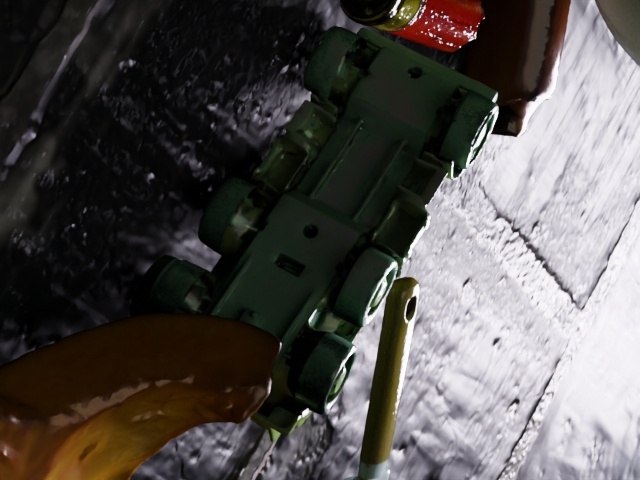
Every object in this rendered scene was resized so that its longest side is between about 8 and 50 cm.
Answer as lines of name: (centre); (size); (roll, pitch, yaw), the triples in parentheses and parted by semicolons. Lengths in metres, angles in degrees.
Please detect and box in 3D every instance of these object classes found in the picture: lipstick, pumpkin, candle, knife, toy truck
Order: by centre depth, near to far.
pumpkin: (-0.181, 0.154, 0.804); (0.290, 0.095, 0.258); (-1, 119, -49)
toy truck: (0.001, -0.004, 0.969); (0.259, 0.128, 0.135); (-59, 167, -16)
candle: (0.068, -0.155, 1.015); (0.131, 0.052, 0.052); (6, 101, -53)
lipstick: (0.162, -0.277, 1.055); (0.077, 0.077, 0.418); (-8, 113, -49)
knife: (0.025, 0.188, 1.136); (0.061, 0.027, 0.343); (-17, 122, -51)

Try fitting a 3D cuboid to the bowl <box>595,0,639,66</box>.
bowl: (0.275, -0.249, 1.148); (0.313, 0.146, 0.313); (-30, 130, -43)
